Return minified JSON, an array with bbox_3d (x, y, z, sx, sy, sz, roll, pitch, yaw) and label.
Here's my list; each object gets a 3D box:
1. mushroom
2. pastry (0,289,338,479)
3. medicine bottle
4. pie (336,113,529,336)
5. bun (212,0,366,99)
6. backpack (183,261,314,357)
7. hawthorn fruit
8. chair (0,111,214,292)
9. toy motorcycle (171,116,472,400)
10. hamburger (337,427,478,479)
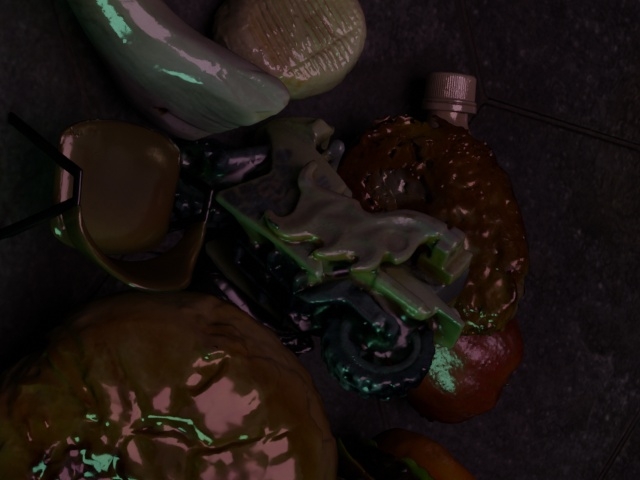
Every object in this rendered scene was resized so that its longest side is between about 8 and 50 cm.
[{"bbox_3d":[-0.192,-0.232,1.501,0.329,0.159,0.122,43,28,-34],"label":"mushroom"},{"bbox_3d":[-0.183,0.247,1.488,0.410,0.245,0.409,0,92,-8],"label":"pastry"},{"bbox_3d":[0.159,-0.093,1.788,0.114,0.114,0.252,5,93,-35],"label":"medicine bottle"},{"bbox_3d":[0.111,-0.008,1.697,0.085,0.308,0.308,19,83,-76],"label":"pie"},{"bbox_3d":[-0.040,-0.245,1.645,0.188,0.111,0.164,-35,96,-24],"label":"bun"},{"bbox_3d":[-0.102,0.102,1.636,0.120,0.106,0.165,-44,102,1],"label":"backpack"},{"bbox_3d":[0.159,0.133,1.781,0.202,0.185,0.185,38,73,-16],"label":"hawthorn fruit"},{"bbox_3d":[-0.221,-0.042,1.451,0.159,0.247,0.172,7,90,-36],"label":"chair"},{"bbox_3d":[0.000,0.000,1.569,0.237,0.410,0.168,-33,157,-31],"label":"toy motorcycle"},{"bbox_3d":[0.085,0.388,1.695,0.225,0.291,0.291,-28,110,-27],"label":"hamburger"}]
